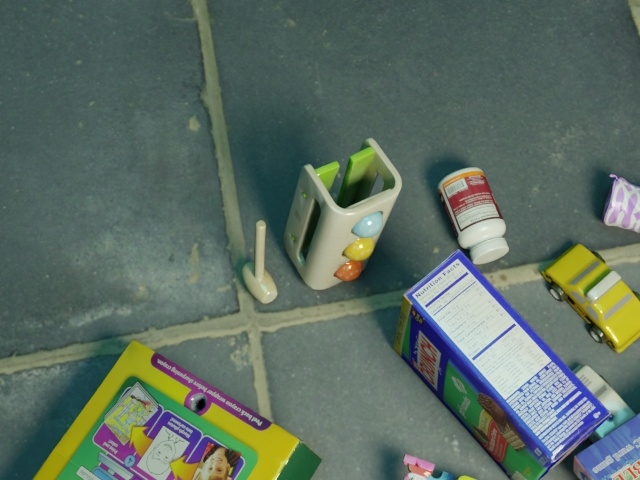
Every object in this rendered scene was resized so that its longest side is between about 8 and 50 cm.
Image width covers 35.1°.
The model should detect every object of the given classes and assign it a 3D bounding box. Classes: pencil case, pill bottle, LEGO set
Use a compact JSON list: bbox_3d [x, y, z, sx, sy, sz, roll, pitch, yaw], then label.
[{"bbox_3d":[0.576,-0.046,1.688,0.206,0.086,0.088,13,105,8],"label":"pencil case"},{"bbox_3d":[0.261,-0.040,1.713,0.086,0.086,0.152,-18,70,-2],"label":"pill bottle"},{"bbox_3d":[0.220,0.413,1.551,0.227,0.087,0.093,19,75,4],"label":"LEGO set"}]

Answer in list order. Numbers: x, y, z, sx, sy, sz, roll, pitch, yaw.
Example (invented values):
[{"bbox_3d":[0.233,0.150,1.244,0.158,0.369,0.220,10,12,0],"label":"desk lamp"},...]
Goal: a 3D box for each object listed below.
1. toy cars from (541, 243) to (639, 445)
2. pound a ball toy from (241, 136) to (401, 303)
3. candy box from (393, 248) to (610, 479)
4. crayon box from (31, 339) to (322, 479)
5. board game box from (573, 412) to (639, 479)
[{"bbox_3d":[0.451,0.182,1.614,0.176,0.087,0.394,0,70,5],"label":"toy cars"},{"bbox_3d":[0.000,0.000,1.621,0.208,0.319,0.136,-25,69,-21],"label":"pound a ball toy"},{"bbox_3d":[0.257,0.204,1.525,0.122,0.268,0.317,-36,70,-13],"label":"candy box"},{"bbox_3d":[-0.233,0.369,1.542,0.363,0.106,0.313,25,74,31],"label":"crayon box"},{"bbox_3d":[0.587,0.356,1.442,0.318,0.066,0.318,-32,55,-9],"label":"board game box"}]
